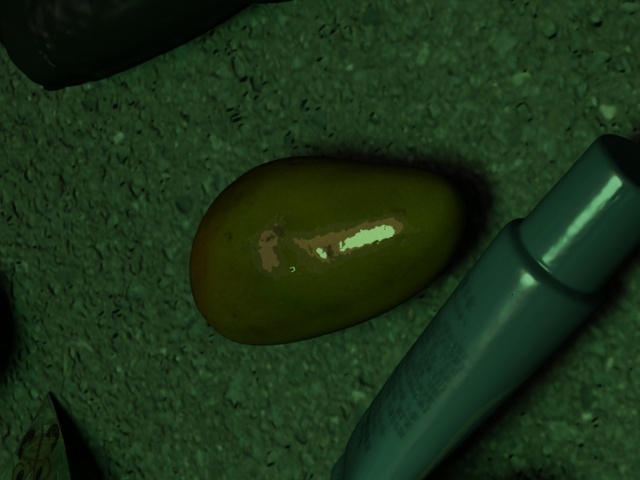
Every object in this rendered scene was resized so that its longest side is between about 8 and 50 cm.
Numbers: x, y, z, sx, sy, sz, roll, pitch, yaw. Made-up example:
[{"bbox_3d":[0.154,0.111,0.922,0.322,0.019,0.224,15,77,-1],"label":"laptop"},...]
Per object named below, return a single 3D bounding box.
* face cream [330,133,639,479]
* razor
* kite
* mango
[{"bbox_3d":[0.109,0.083,1.274,0.086,0.136,0.385,32,118,-12],"label":"face cream"},{"bbox_3d":[-0.133,-0.244,1.410,0.326,0.107,0.189,-15,86,37],"label":"razor"},{"bbox_3d":[-0.267,0.253,1.572,0.229,0.012,0.250,-25,49,54],"label":"kite"},{"bbox_3d":[0.000,0.000,1.336,0.253,0.113,0.138,-19,85,36],"label":"mango"}]
